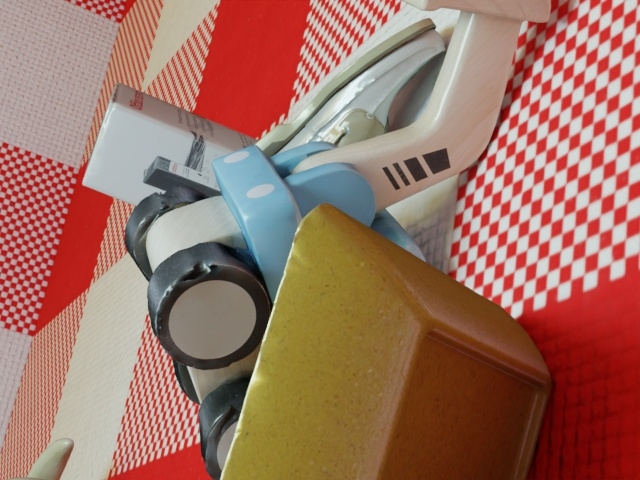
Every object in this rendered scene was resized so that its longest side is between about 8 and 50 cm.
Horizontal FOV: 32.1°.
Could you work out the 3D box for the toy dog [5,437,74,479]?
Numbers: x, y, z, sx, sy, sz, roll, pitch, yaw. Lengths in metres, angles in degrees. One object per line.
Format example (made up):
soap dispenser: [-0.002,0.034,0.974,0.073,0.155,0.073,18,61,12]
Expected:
toy dog: [-0.385,0.475,1.590,0.408,0.284,0.395,-27,29,57]

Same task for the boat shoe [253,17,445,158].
boat shoe: [0.034,-0.128,1.280,0.302,0.103,0.113,-39,-5,22]

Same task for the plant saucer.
plant saucer: [0.059,0.179,0.775,0.081,0.333,0.333,12,81,33]

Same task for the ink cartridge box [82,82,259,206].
ink cartridge box: [-0.160,-0.093,1.446,0.114,0.273,0.197,-65,14,11]

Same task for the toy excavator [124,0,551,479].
toy excavator: [0.032,-0.033,1.094,0.222,0.445,0.433,-129,20,-64]
